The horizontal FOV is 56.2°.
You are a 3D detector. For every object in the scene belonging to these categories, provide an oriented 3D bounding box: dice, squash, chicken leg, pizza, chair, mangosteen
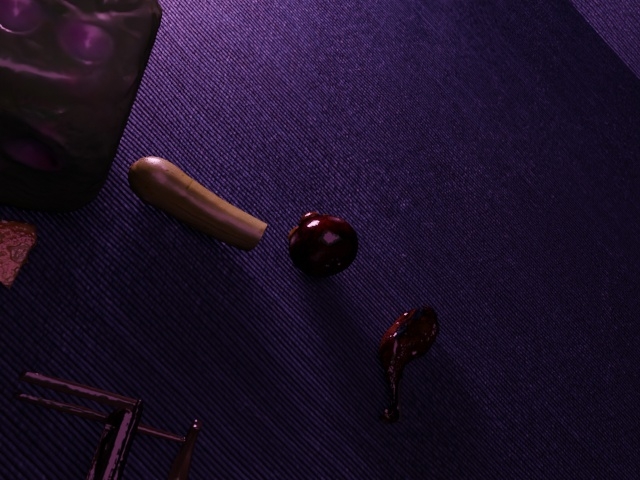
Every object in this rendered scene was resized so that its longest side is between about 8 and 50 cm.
[{"bbox_3d":[-0.424,-0.248,0.843,0.322,0.330,0.318,20,61,-23],"label":"dice"},{"bbox_3d":[-0.213,-0.060,1.028,0.250,0.083,0.083,31,56,-14],"label":"squash"},{"bbox_3d":[0.158,0.222,1.139,0.106,0.051,0.253,40,57,-15],"label":"chicken leg"},{"bbox_3d":[-0.474,0.022,0.877,0.123,0.026,0.109,-8,75,-35],"label":"pizza"},{"bbox_3d":[-0.284,0.295,0.774,0.272,0.166,0.188,22,59,-20],"label":"chair"},{"bbox_3d":[0.000,0.000,1.112,0.140,0.140,0.140,12,63,-25],"label":"mangosteen"}]
